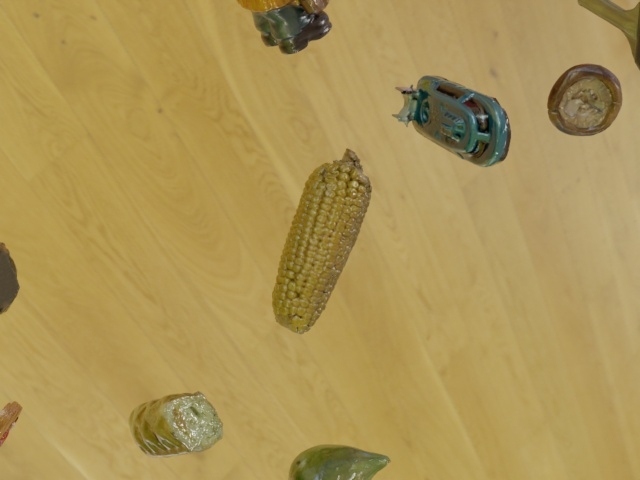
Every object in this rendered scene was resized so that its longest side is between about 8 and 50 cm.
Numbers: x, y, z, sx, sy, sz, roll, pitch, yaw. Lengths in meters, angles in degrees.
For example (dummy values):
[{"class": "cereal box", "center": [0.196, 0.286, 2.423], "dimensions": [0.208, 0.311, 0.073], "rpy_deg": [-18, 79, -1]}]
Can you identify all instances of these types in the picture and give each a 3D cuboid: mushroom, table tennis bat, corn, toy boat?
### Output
[{"class": "mushroom", "center": [0.422, -0.225, 1.589], "dimensions": [0.052, 0.123, 0.123], "rpy_deg": [-74, 163, -59]}, {"class": "table tennis bat", "center": [0.414, -0.253, 1.245], "dimensions": [0.022, 0.246, 0.138], "rpy_deg": [-30, 140, -15]}, {"class": "corn", "center": [0.000, 0.000, 1.675], "dimensions": [0.119, 0.119, 0.322], "rpy_deg": [22, 87, -46]}, {"class": "toy boat", "center": [0.237, -0.221, 1.857], "dimensions": [0.092, 0.299, 0.134], "rpy_deg": [-5, 112, -24]}]

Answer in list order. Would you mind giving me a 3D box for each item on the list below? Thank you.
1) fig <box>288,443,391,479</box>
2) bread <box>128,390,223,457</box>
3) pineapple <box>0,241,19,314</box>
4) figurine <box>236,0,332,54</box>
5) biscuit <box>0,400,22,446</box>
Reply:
[{"class": "fig", "center": [0.022, 0.510, 2.177], "dimensions": [0.233, 0.167, 0.167], "rpy_deg": [-43, 134, -30]}, {"class": "bread", "center": [-0.317, 0.395, 2.112], "dimensions": [0.152, 0.267, 0.130], "rpy_deg": [38, 59, -17]}, {"class": "pineapple", "center": [-0.385, 0.032, 0.962], "dimensions": [0.108, 0.197, 0.108], "rpy_deg": [-11, 103, -53]}, {"class": "figurine", "center": [-0.105, -0.414, 1.365], "dimensions": [0.204, 0.185, 0.332], "rpy_deg": [-23, 122, -24]}, {"class": "biscuit", "center": [-0.596, 0.367, 1.783], "dimensions": [0.036, 0.250, 0.165], "rpy_deg": [37, 105, -4]}]
